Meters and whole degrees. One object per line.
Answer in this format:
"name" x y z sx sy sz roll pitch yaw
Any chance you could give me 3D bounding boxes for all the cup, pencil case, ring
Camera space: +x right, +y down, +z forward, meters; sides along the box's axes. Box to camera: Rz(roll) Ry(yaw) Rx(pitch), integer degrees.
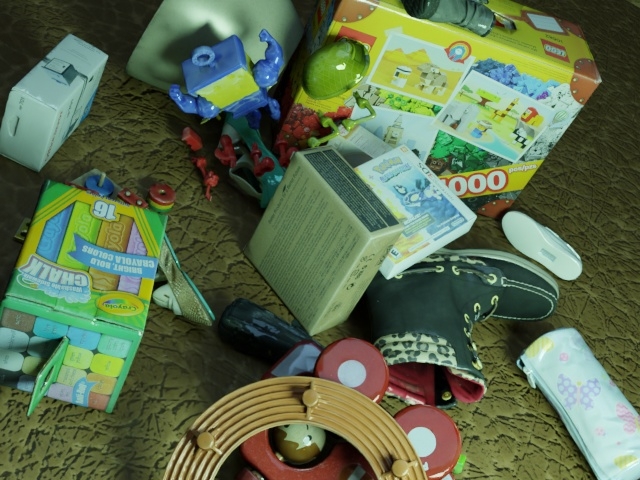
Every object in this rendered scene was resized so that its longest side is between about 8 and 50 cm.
"cup" -0.172 -0.382 1.773 0.237 0.331 0.331 33 39 -12
"pencil case" 0.438 0.272 1.585 0.124 0.113 0.273 -6 52 -37
"ring" -0.030 0.329 1.167 0.336 0.032 0.337 0 72 0

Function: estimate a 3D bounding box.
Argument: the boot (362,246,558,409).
"boot" 0.231 0.139 1.584 0.377 0.138 0.284 17 42 -16

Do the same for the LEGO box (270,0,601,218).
"LEGO box" 0.200 -0.287 1.831 0.500 0.372 0.193 15 42 -16

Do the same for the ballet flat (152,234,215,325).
"ballet flat" -0.232 0.060 1.461 0.067 0.073 0.206 -28 59 -15

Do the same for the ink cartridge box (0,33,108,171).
"ink cartridge box" -0.433 -0.224 1.568 0.082 0.140 0.191 27 40 -6

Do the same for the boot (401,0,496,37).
"boot" 0.199 -0.446 1.660 0.161 0.083 0.246 8 51 -33

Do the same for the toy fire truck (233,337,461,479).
"toy fire truck" 0.023 0.290 1.280 0.302 0.169 0.254 42 70 12

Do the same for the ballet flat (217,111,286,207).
"ballet flat" -0.133 -0.150 1.721 0.087 0.083 0.247 -19 57 -26

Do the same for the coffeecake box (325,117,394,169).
"coffeecake box" 0.085 -0.107 1.751 0.185 0.142 0.068 35 41 7

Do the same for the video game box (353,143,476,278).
"video game box" 0.125 -0.053 1.595 0.205 0.048 0.187 -29 64 -35

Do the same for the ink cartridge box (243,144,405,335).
"ink cartridge box" 0.000 0.000 1.517 0.088 0.235 0.193 -17 59 -42

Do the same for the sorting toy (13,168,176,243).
"sorting toy" -0.350 -0.054 1.513 0.132 0.046 0.274 38 41 10

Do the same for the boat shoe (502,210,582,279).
"boat shoe" 0.440 0.003 1.913 0.184 0.066 0.063 34 26 9

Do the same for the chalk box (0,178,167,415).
"chalk box" -0.323 0.096 1.269 0.179 0.180 0.289 17 42 -14

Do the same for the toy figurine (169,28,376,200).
"toy figurine" -0.116 -0.246 1.573 0.217 0.362 0.191 41 33 -50

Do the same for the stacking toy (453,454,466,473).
"stacking toy" 0.224 0.406 1.368 0.221 0.052 0.167 28 43 6

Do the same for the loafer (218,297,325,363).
"loafer" -0.044 0.153 1.452 0.223 0.076 0.078 27 48 2
